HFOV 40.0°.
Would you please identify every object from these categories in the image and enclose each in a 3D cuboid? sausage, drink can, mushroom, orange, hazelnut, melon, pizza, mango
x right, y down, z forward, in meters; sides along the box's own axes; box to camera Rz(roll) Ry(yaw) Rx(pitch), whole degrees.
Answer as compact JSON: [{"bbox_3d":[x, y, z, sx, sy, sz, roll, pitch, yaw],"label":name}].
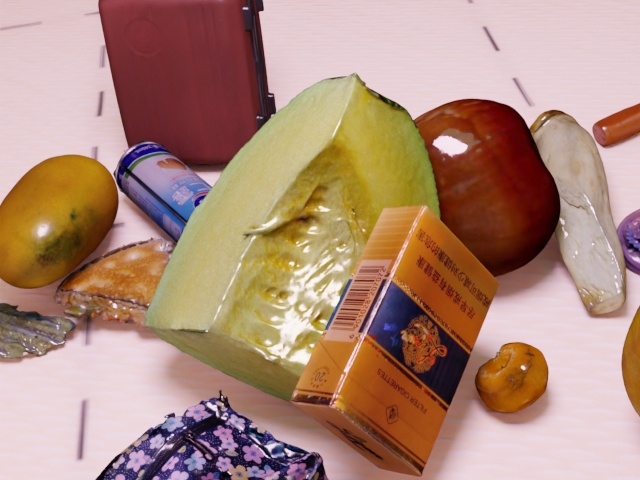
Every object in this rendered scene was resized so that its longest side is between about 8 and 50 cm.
[{"bbox_3d":[0.473,-0.181,1.335,0.131,0.039,0.041,-23,37,-17],"label":"sausage"},{"bbox_3d":[-0.198,-0.053,1.255,0.097,0.097,0.235,-32,46,-24],"label":"drink can"},{"bbox_3d":[0.340,-0.053,1.166,0.087,0.107,0.333,-30,35,29],"label":"mushroom"},{"bbox_3d":[0.219,0.157,0.986,0.086,0.062,0.086,-40,16,14],"label":"orange"},{"bbox_3d":[0.187,-0.058,1.119,0.230,0.229,0.229,-4,42,4],"label":"hazelnut"},{"bbox_3d":[0.000,0.000,0.995,0.331,0.226,0.343,21,72,17],"label":"melon"},{"bbox_3d":[-0.237,0.071,1.158,0.185,0.052,0.195,-32,43,-32],"label":"pizza"},{"bbox_3d":[-0.369,-0.021,1.191,0.139,0.175,0.254,40,28,-12],"label":"mango"}]

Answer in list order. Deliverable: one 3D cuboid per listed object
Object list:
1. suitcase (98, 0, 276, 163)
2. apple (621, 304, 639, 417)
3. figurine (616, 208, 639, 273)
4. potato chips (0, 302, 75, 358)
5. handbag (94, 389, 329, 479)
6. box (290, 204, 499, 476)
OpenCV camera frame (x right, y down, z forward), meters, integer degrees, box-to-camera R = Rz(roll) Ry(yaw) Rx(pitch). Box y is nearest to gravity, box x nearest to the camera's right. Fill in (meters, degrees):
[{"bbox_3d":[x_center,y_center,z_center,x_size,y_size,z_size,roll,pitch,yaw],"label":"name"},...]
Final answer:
[{"bbox_3d":[-0.199,-0.268,1.343,0.236,0.297,0.161,1,35,9],"label":"suitcase"},{"bbox_3d":[0.432,0.119,0.863,0.264,0.264,0.264,-4,42,4],"label":"apple"},{"bbox_3d":[0.452,-0.025,1.099,0.114,0.157,0.126,39,52,14],"label":"figurine"},{"bbox_3d":[-0.421,0.120,1.151,0.208,0.028,0.092,10,47,21],"label":"potato chips"},{"bbox_3d":[-0.120,0.271,0.867,0.208,0.126,0.228,18,48,34],"label":"handbag"},{"bbox_3d":[0.085,0.101,0.910,0.070,0.152,0.237,0,55,50],"label":"box"}]
